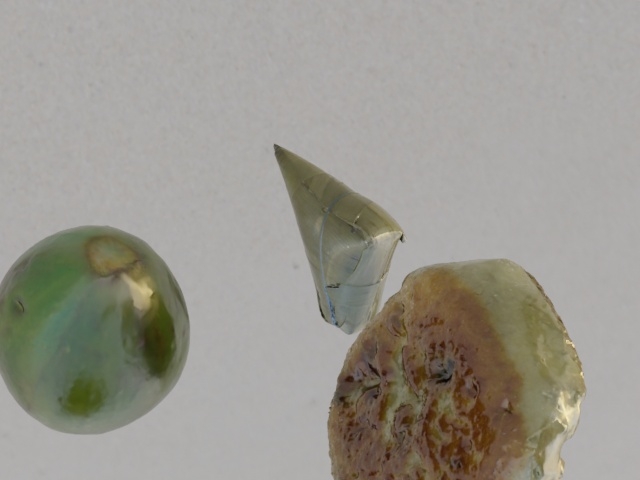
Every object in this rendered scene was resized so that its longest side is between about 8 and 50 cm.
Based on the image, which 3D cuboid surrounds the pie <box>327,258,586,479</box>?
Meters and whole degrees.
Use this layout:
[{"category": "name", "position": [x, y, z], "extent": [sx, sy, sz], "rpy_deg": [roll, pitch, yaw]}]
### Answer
[{"category": "pie", "position": [0.108, 0.158, 1.013], "extent": [0.092, 0.315, 0.315], "rpy_deg": [23, 129, -32]}]

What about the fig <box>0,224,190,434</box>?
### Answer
[{"category": "fig", "position": [-0.201, 0.072, 0.974], "extent": [0.181, 0.181, 0.191], "rpy_deg": [-7, 147, -25]}]

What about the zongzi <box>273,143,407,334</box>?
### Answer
[{"category": "zongzi", "position": [0.000, 0.000, 1.655], "extent": [0.115, 0.256, 0.228], "rpy_deg": [-33, 149, -37]}]
